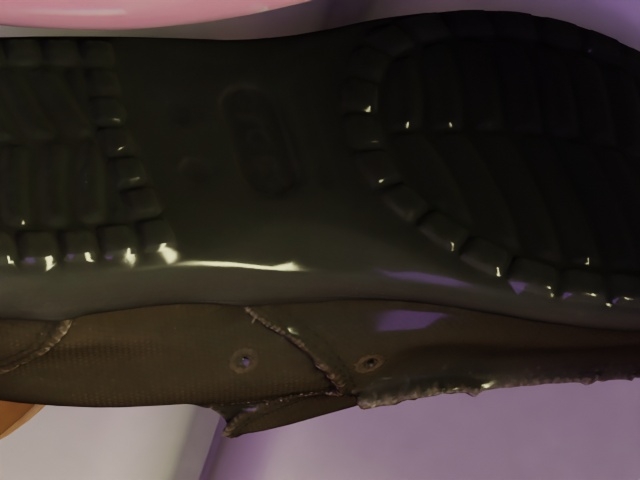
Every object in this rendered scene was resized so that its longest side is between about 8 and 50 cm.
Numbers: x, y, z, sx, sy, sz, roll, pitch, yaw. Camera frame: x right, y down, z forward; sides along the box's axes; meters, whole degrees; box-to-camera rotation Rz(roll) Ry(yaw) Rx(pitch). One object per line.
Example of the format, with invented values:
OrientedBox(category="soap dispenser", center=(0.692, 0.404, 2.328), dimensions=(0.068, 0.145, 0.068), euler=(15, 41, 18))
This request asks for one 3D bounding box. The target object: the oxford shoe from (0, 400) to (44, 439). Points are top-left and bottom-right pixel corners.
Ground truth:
OrientedBox(category="oxford shoe", center=(-0.116, 0.040, 0.455), dimensions=(0.212, 0.076, 0.076), euler=(-41, 100, 13))

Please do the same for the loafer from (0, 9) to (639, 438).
OrientedBox(category="loafer", center=(0.000, 0.000, 0.423), dimensions=(0.220, 0.080, 0.078), euler=(3, 144, -18))

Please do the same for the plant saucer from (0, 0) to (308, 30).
OrientedBox(category="plant saucer", center=(-0.045, -0.209, 0.358), dimensions=(0.332, 0.084, 0.332), euler=(1, 109, 4))
